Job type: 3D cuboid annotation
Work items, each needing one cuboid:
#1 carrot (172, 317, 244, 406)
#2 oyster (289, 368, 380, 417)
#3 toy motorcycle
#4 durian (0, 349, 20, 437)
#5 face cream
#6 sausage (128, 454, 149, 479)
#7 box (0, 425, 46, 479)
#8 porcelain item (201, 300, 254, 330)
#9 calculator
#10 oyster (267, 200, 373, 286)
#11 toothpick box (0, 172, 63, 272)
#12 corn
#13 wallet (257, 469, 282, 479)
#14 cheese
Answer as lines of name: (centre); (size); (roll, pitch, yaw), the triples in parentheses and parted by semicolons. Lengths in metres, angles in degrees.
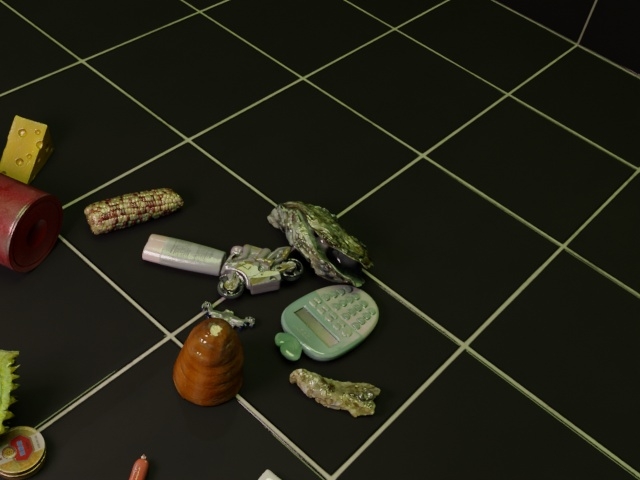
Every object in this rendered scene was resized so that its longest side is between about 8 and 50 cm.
carrot: (-0.238, 0.240, 1.686); (0.159, 0.225, 0.159); (4, 51, -6)
oyster: (0.035, 0.336, 1.750); (0.200, 0.061, 0.106); (0, 48, -10)
toy motorcycle: (-0.164, 0.065, 1.963); (0.225, 0.073, 0.152); (-17, 53, -21)
durian: (-0.748, 0.345, 1.502); (0.394, 0.198, 0.163); (-20, 51, -17)
face cream: (-0.339, 0.038, 1.969); (0.198, 0.057, 0.084); (13, 45, 5)
sausage: (-0.376, 0.526, 1.513); (0.034, 0.034, 0.253); (11, 45, 0)
box: (-0.599, 0.423, 1.568); (0.105, 0.037, 0.105); (5, 46, -5)
porcelain item: (-0.228, 0.195, 1.862); (0.136, 0.021, 0.075); (19, 46, 8)
calculator: (0.013, 0.200, 1.890); (0.295, 0.042, 0.184); (-27, 57, -34)
oyster: (-0.005, -0.004, 2.024); (0.351, 0.162, 0.158); (32, 79, 31)
toothpick box: (-0.817, -0.076, 1.888); (0.333, 0.204, 0.204); (23, 47, 11)
corn: (-0.479, -0.083, 2.037); (0.253, 0.086, 0.086); (-18, 53, -26)
wallet: (-0.077, 0.518, 1.583); (0.122, 0.025, 0.061); (34, 57, 20)
cheese: (-0.800, -0.221, 2.119); (0.093, 0.126, 0.171); (18, 65, -1)
